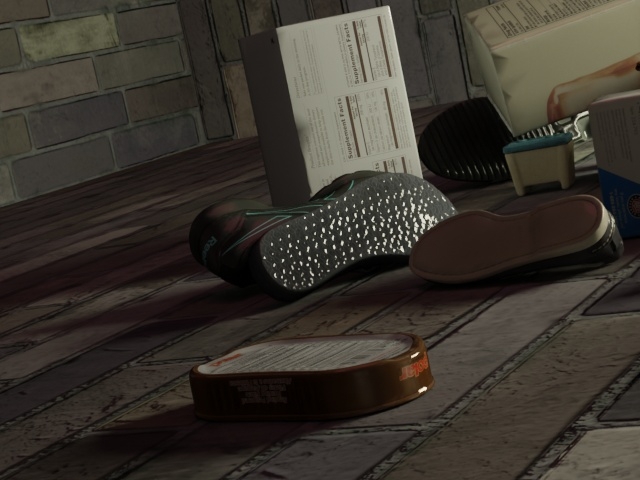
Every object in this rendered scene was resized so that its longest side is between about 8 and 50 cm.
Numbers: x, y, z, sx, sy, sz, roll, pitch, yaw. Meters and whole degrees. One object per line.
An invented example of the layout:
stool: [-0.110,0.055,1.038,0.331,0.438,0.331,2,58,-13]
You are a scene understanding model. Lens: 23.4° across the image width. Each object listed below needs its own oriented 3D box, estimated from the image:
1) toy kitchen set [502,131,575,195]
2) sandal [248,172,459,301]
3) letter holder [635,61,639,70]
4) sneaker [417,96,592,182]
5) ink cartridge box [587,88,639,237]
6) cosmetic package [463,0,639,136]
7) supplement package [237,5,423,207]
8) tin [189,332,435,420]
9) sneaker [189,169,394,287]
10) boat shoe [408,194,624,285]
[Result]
toy kitchen set: [0.333,-0.142,1.954,0.166,0.122,0.207,-8,8,22]
sandal: [0.031,-0.004,1.558,0.255,0.097,0.054,-16,-18,-33]
letter holder: [0.524,-0.159,1.709,0.214,0.152,0.302,-18,10,-28]
sneaker: [0.271,-0.141,2.160,0.331,0.122,0.146,-16,-9,-23]
ink cartridge box: [0.378,-0.087,1.446,0.231,0.134,0.078,-8,8,20]
cosmetic package: [0.346,-0.255,1.926,0.296,0.129,0.153,-19,28,2]
supplement package: [0.012,-0.138,1.883,0.145,0.261,0.204,-13,7,-15]
tin: [-0.009,0.095,1.087,0.190,0.040,0.106,-6,5,37]
sneaker: [0.000,0.000,1.635,0.267,0.101,0.106,-13,30,-18]
boat shoe: [0.175,0.012,1.392,0.206,0.075,0.065,-12,-37,36]
